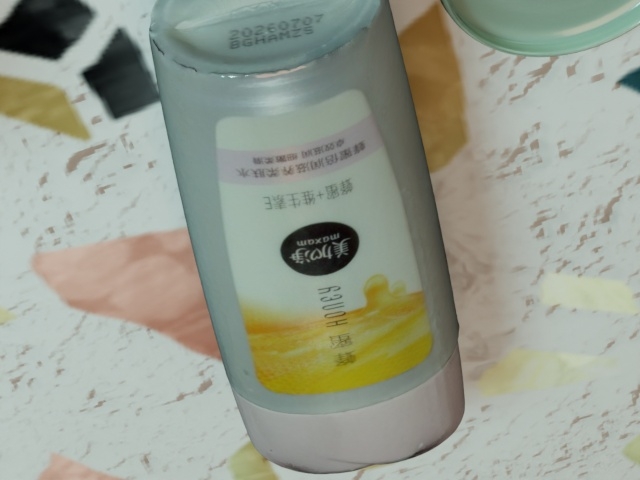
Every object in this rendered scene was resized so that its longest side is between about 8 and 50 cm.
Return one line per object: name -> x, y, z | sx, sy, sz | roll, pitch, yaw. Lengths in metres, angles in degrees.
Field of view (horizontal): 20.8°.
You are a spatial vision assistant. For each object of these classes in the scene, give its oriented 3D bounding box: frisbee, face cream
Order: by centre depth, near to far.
frisbee -> 0.097, -0.116, 0.675 | 0.110, 0.014, 0.110 | -9, 138, -8
face cream -> 0.000, 0.000, 0.731 | 0.107, 0.073, 0.269 | -7, 139, 4
